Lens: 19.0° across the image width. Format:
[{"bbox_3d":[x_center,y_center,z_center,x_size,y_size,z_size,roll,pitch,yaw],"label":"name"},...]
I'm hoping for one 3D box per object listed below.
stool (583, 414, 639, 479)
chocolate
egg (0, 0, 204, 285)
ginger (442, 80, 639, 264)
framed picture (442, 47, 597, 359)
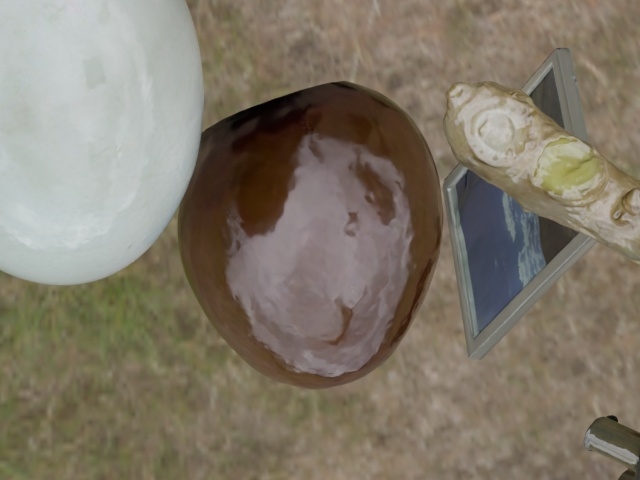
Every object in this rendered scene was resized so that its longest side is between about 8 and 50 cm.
[{"bbox_3d":[0.283,0.182,1.408,0.153,0.139,0.228,-11,119,-42],"label":"stool"},{"bbox_3d":[0.000,0.000,1.081,0.177,0.176,0.176,-4,123,-6],"label":"chocolate"},{"bbox_3d":[-0.130,-0.066,0.912,0.151,0.151,0.209,-7,136,-4],"label":"egg"},{"bbox_3d":[0.135,-0.027,0.950,0.173,0.069,0.051,26,77,17],"label":"ginger"},{"bbox_3d":[0.179,-0.029,1.703,0.023,0.189,0.260,4,152,-21],"label":"framed picture"}]
